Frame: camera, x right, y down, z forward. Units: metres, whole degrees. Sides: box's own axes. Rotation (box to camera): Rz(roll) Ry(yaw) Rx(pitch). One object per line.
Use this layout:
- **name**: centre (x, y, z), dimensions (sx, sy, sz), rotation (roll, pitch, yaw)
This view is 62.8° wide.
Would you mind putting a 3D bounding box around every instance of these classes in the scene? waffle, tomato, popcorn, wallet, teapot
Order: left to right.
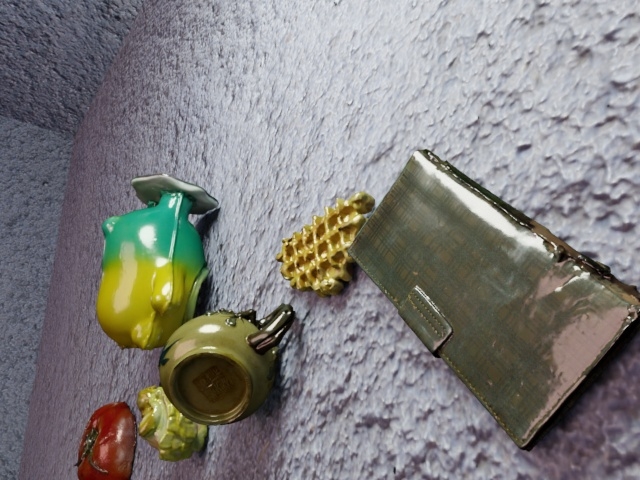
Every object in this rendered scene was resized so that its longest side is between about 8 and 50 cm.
- **tomato**: centre (-0.539, 0.512, 1.293), dimensions (0.228, 0.101, 0.228), rotation (-29, 52, 46)
- **popcorn**: centre (-0.271, 0.327, 0.958), dimensions (0.126, 0.126, 0.145), rotation (151, 106, -77)
- **teapot**: centre (-0.144, 0.179, 0.823), dimensions (0.269, 0.173, 0.182), rotation (-39, 11, 10)
- **waffle**: centre (0.000, 0.000, 0.761), dimensions (0.192, 0.046, 0.161), rotation (18, 95, 56)
- **wallet**: centre (0.150, 0.035, 0.538), dimensions (0.169, 0.044, 0.317), rotation (-59, 39, 16)

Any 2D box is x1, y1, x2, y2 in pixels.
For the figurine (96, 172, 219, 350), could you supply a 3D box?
- **figurine**: centre (-0.342, 0.056, 1.069), dimensions (0.323, 0.231, 0.340), rotation (-19, 57, 52)
